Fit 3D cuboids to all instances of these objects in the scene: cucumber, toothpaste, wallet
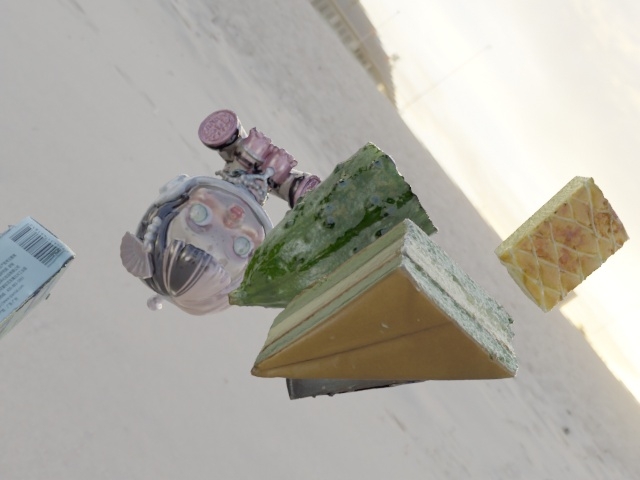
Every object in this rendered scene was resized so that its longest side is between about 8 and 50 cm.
[{"bbox_3d":[0.002,0.003,0.986,0.134,0.244,0.134,56,0,0],"label":"cucumber"},{"bbox_3d":[-0.321,0.091,0.721,0.067,0.081,0.336,39,32,-4],"label":"toothpaste"},{"bbox_3d":[0.059,0.170,1.338,0.031,0.232,0.122,-130,-141,-66],"label":"wallet"}]

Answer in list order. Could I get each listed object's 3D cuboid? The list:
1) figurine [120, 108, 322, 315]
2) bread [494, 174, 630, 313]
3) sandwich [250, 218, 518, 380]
[{"bbox_3d":[-0.172,-0.026,1.586,0.253,0.361,0.211,31,-24,2],"label":"figurine"},{"bbox_3d":[0.373,0.006,1.367,0.125,0.188,0.068,50,-3,-15],"label":"bread"},{"bbox_3d":[0.057,0.093,0.797,0.144,0.187,0.117,48,23,-11],"label":"sandwich"}]
